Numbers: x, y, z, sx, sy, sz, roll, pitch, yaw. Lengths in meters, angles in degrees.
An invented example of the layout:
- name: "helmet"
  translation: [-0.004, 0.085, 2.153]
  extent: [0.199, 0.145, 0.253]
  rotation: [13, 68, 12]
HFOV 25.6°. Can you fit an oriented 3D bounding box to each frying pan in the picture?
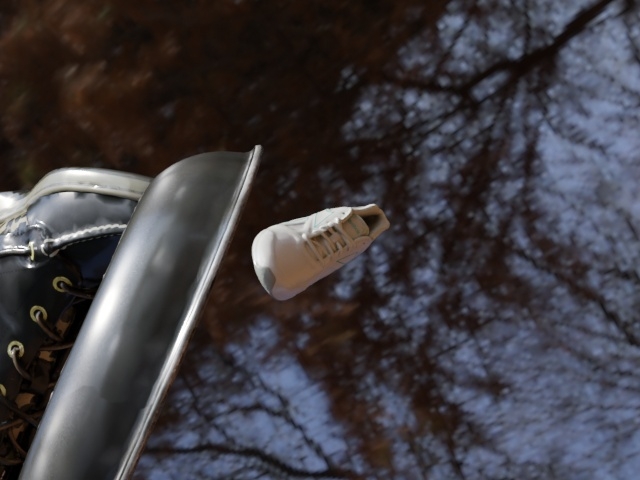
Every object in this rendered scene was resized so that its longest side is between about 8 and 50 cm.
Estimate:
- name: "frying pan"
  translation: [-0.068, 0.020, 0.632]
  extent: [0.053, 0.197, 0.326]
  rotation: [23, -155, -6]

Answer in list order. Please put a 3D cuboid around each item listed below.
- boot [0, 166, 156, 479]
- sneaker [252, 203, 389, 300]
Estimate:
- name: "boot"
  translation: [-0.144, 0.060, 0.757]
  extent: [0.085, 0.236, 0.179]
  rotation: [22, -110, -39]
- name: "sneaker"
  translation: [0.000, 0.000, 1.063]
  extent: [0.054, 0.061, 0.152]
  rotation: [63, -149, -4]
